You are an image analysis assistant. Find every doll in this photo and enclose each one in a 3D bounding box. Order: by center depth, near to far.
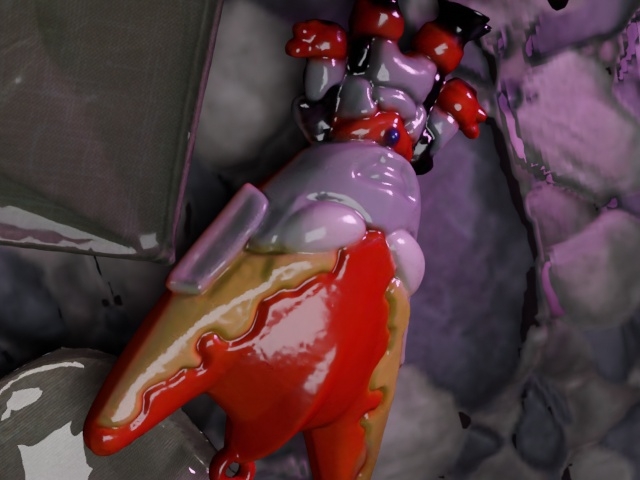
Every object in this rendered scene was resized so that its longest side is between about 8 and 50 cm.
[{"bbox_3d":[0.000,0.000,0.552,0.109,0.057,0.169,22,86,-38],"label":"doll"}]

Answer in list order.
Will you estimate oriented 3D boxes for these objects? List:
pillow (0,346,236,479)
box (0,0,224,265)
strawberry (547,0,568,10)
[{"bbox_3d":[-0.127,0.133,0.561,0.232,0.038,0.131,-36,109,-4],"label":"pillow"},{"bbox_3d":[-0.097,-0.134,0.413,0.155,0.149,0.231,7,113,-18],"label":"box"},{"bbox_3d":[0.131,-0.166,0.427,0.306,0.137,0.233,-60,144,-28],"label":"strawberry"}]
